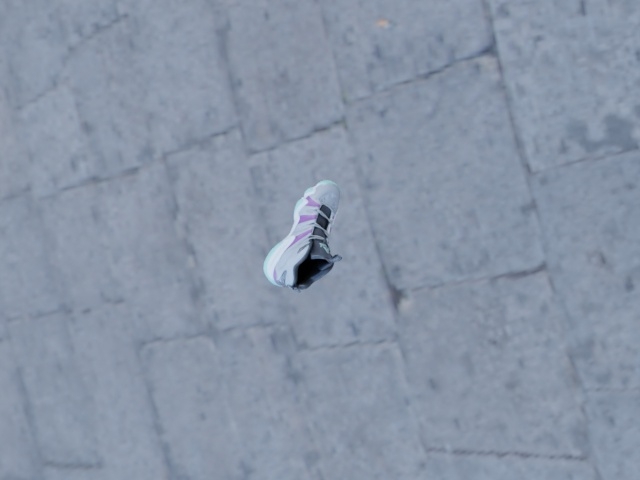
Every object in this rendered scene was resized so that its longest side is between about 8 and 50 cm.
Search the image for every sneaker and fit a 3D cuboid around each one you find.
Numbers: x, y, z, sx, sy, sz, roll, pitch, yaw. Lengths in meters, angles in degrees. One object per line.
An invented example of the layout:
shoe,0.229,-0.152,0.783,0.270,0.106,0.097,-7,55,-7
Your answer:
sneaker,0.000,0.000,1.123,0.069,0.038,0.098,23,84,57
